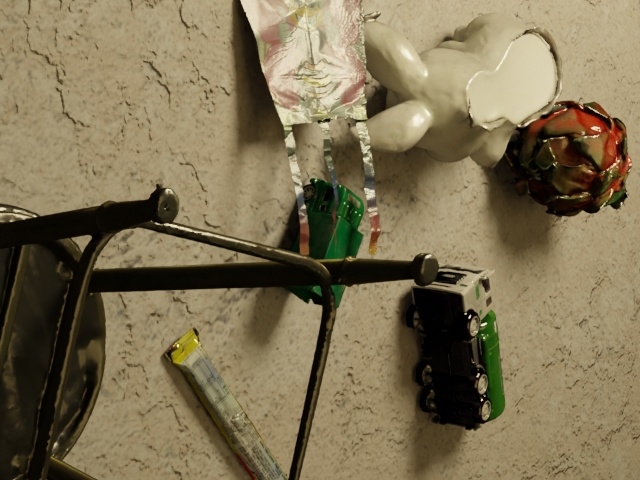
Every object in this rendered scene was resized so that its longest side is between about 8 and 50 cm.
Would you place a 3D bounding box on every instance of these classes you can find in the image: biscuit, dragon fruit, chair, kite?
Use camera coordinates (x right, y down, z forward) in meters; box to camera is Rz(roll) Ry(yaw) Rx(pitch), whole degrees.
[{"bbox_3d":[-0.102,0.218,1.763,0.048,0.026,0.292,-49,130,-28],"label":"biscuit"},{"bbox_3d":[0.361,-0.117,2.148,0.188,0.182,0.182,7,91,-69],"label":"dragon fruit"},{"bbox_3d":[-0.191,0.140,1.342,0.362,0.410,0.365,14,86,-49],"label":"chair"},{"bbox_3d":[0.004,-0.157,1.759,0.204,0.022,0.361,-8,88,-43],"label":"kite"}]

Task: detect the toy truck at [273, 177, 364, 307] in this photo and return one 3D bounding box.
[{"bbox_3d":[0.000,0.000,1.805,0.065,0.079,0.147,37,67,-46],"label":"toy truck"}]

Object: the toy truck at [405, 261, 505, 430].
[{"bbox_3d":[0.197,0.150,2.054,0.125,0.101,0.243,-38,127,-45],"label":"toy truck"}]

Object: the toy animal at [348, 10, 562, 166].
[{"bbox_3d":[0.176,-0.201,1.924,0.325,0.154,0.209,2,84,-42],"label":"toy animal"}]
